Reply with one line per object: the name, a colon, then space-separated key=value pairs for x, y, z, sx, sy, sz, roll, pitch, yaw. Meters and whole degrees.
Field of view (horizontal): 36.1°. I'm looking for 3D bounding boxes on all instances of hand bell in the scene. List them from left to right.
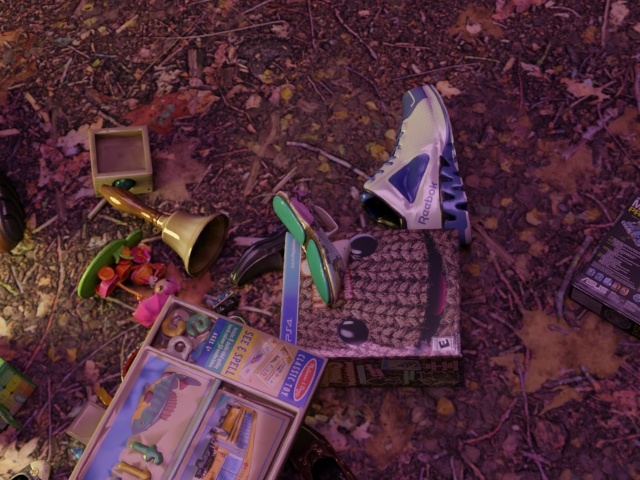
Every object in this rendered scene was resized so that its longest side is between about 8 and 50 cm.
hand bell: x=-0.300 y=-0.041 z=1.770 sx=0.242 sy=0.126 sz=0.126 roll=26 pitch=69 yaw=17

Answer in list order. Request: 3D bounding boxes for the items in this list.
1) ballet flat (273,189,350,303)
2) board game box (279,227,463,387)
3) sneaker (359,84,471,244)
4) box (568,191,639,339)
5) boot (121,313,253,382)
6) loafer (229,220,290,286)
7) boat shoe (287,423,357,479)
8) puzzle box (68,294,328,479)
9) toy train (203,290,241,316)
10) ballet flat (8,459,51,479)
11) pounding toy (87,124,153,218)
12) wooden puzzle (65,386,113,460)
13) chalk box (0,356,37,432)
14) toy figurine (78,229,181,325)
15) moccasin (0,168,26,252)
ballet flat: x=0.000 y=0.000 z=1.587 sx=0.079 sy=0.077 sz=0.221 roll=-16 pitch=59 yaw=-23
board game box: x=0.089 y=0.113 z=1.630 sx=0.291 sy=0.141 sz=0.232 roll=-2 pitch=62 yaw=7
sneaker: x=0.152 y=-0.126 z=1.753 sx=0.182 sy=0.127 sz=0.315 roll=-10 pitch=63 yaw=1
box: x=0.584 y=0.071 z=1.623 sx=0.270 sy=0.060 sz=0.216 roll=32 pitch=71 yaw=22
boot: x=-0.215 y=0.190 z=1.614 sx=0.236 sy=0.178 sz=0.085 roll=-43 pitch=65 yaw=-13
loafer: x=-0.088 y=0.028 z=1.749 sx=0.170 sy=0.062 sz=0.061 roll=-43 pitch=70 yaw=-12
boat shoe: x=0.001 y=0.357 z=1.557 sx=0.073 sy=0.073 sz=0.207 roll=-43 pitch=63 yaw=-12
puzzle box: x=-0.188 y=0.304 z=1.431 sx=0.272 sy=0.052 sz=0.408 roll=21 pitch=64 yaw=8
toy train: x=-0.208 y=0.139 z=1.728 sx=0.158 sy=0.027 sz=0.036 roll=-36 pitch=53 yaw=-10
ballet flat: x=-0.515 y=0.426 z=1.611 sx=0.173 sy=0.049 sz=0.057 roll=-41 pitch=65 yaw=-13
pounding toy: x=-0.386 y=-0.129 z=1.866 sx=0.130 sy=0.100 sz=0.141 roll=-6 pitch=64 yaw=-11
wooden puzzle: x=-0.388 y=0.314 z=1.672 sx=0.079 sy=0.014 sz=0.116 roll=31 pitch=71 yaw=26
chalk box: x=-0.586 y=0.250 z=1.668 sx=0.213 sy=0.132 sz=0.132 roll=29 pitch=70 yaw=20
toy figurine: x=-0.313 y=0.081 z=1.745 sx=0.159 sy=0.130 sz=0.173 roll=35 pitch=47 yaw=9
moccasin: x=-0.679 y=-0.108 z=1.864 sx=0.147 sy=0.139 sz=0.380 roll=-36 pitch=63 yaw=-9
